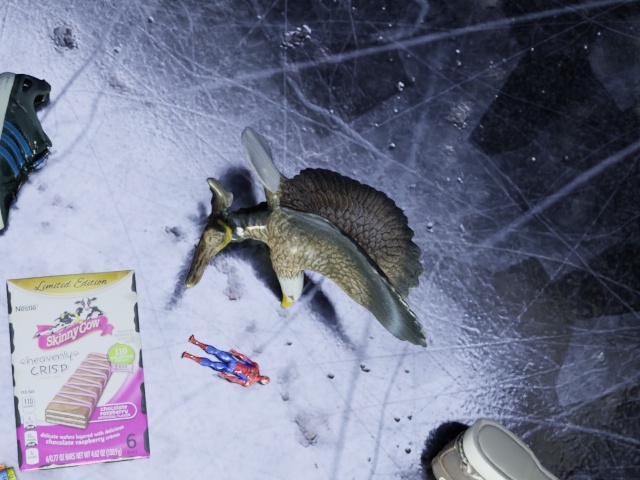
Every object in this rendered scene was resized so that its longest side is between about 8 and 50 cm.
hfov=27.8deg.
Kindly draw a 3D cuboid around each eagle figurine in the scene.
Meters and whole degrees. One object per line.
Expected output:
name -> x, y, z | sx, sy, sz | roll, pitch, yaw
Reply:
eagle figurine -> -0.001, 0.006, 1.617 | 0.298, 0.225, 0.226 | 9, 69, 1

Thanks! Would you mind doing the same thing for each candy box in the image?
candy box -> -0.296, 0.158, 1.585 | 0.159, 0.071, 0.233 | -5, 82, -12

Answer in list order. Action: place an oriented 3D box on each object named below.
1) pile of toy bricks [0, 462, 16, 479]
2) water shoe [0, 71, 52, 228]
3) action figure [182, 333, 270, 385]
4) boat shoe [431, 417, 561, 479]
pile of toy bricks -> -0.415, 0.300, 1.520 | 0.118, 0.105, 0.212 | -19, 85, -14
water shoe -> -0.375, -0.112, 1.611 | 0.080, 0.073, 0.203 | 5, 81, -13
action figure -> -0.117, 0.157, 1.645 | 0.115, 0.030, 0.038 | 24, 72, -9
boat shoe -> 0.282, 0.368, 1.658 | 0.324, 0.097, 0.116 | 43, 35, -6
